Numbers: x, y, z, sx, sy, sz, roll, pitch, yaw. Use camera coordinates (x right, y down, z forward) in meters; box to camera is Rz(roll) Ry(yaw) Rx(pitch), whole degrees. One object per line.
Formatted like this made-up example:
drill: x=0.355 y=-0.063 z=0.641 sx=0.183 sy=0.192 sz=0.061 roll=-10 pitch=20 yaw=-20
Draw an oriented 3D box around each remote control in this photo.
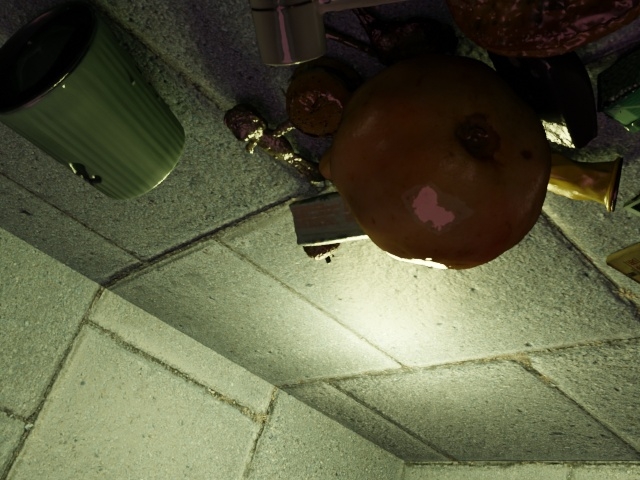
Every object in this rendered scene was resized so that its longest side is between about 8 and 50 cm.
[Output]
remote control: x=0.739 y=-0.099 z=1.446 sx=0.065 sy=0.029 sz=0.166 roll=23 pitch=153 yaw=-9

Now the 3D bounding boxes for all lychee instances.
lychee: x=0.000 y=0.000 z=1.908 sx=0.114 sy=0.114 sz=0.146 roll=-12 pitch=118 yaw=40

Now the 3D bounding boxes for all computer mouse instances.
computer mouse: x=0.412 y=-0.292 z=1.212 sx=0.269 sy=0.100 sz=0.170 roll=47 pitch=180 yaw=-43

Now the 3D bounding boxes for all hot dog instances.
hot dog: x=0.340 y=-0.419 z=0.980 sx=0.388 sy=0.174 sz=0.267 roll=-5 pitch=131 yaw=43

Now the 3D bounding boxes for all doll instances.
doll: x=-0.115 y=-0.232 z=1.644 sx=0.203 sy=0.091 sz=0.286 roll=14 pitch=161 yaw=30

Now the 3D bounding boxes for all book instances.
book: x=0.840 y=0.044 z=1.621 sx=0.161 sy=0.026 sz=0.231 roll=29 pitch=148 yaw=-17

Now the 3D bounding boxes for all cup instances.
cup: x=-0.540 y=-0.335 z=1.554 sx=0.310 sy=0.401 sz=0.392 roll=-29 pitch=139 yaw=9

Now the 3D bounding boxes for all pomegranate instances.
pomegranate: x=0.224 y=-0.139 z=1.248 sx=0.412 sy=0.411 sz=0.411 roll=13 pitch=149 yaw=8

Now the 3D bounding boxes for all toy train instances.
toy train: x=0.618 y=-0.276 z=1.148 sx=0.154 sy=0.115 sz=0.269 roll=25 pitch=150 yaw=-21

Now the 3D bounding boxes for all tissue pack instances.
tissue pack: x=0.115 y=-0.071 z=1.627 sx=0.311 sy=0.128 sz=0.228 roll=-9 pitch=-176 yaw=36

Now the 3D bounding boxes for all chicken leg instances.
chicken leg: x=0.136 y=-0.400 z=1.267 sx=0.253 sy=0.051 sz=0.106 roll=20 pitch=143 yaw=-1

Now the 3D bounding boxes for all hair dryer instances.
hair dryer: x=0.054 y=-0.435 z=1.174 sx=0.362 sy=0.128 sz=0.203 roll=-5 pitch=118 yaw=9

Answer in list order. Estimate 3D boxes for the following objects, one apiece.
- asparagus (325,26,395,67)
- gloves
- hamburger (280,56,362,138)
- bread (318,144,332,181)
asparagus: x=0.044 y=-0.400 z=1.337 sx=0.249 sy=0.024 sz=0.025 roll=22 pitch=155 yaw=-8
gloves: x=0.492 y=-0.140 z=1.455 sx=0.294 sy=0.116 sz=0.133 roll=11 pitch=141 yaw=24
hamburger: x=-0.002 y=-0.299 z=1.437 sx=0.186 sy=0.113 sz=0.177 roll=12 pitch=149 yaw=9
bread: x=0.112 y=-0.220 z=1.517 sx=0.142 sy=0.091 sz=0.305 roll=21 pitch=151 yaw=-23
